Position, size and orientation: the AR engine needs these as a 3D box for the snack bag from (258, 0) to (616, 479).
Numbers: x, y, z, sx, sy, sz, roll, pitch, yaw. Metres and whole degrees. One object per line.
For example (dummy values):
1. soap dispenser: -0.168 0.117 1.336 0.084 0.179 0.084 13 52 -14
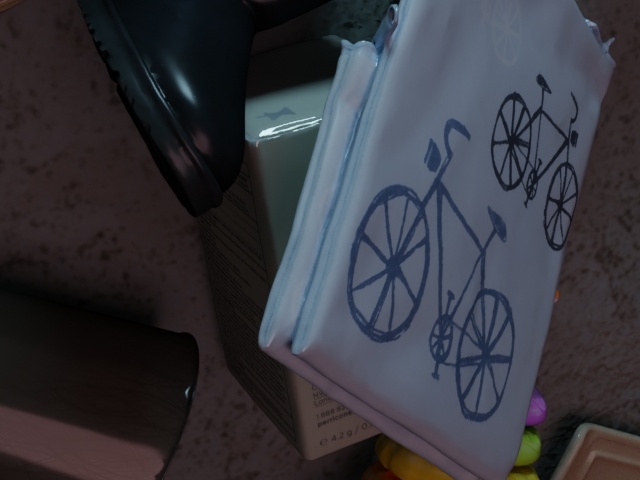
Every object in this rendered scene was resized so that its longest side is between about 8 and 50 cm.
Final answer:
1. snack bag: 0.092 -0.042 0.795 0.323 0.037 0.343 39 64 -55

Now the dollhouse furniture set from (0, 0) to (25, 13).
1. dollhouse furniture set: -0.209 -0.241 0.663 0.161 0.212 0.242 -26 92 -4

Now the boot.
1. boot: -0.031 -0.145 0.749 0.207 0.246 0.094 -26 137 -3

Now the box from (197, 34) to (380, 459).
1. box: 0.000 0.000 0.867 0.126 0.148 0.232 -18 118 -19

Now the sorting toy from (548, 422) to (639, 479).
1. sorting toy: 0.257 0.257 1.144 0.208 0.038 0.193 16 107 -29

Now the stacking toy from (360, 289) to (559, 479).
1. stacking toy: 0.112 0.146 0.992 0.175 0.166 0.302 15 96 -12

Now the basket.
1. basket: -0.228 0.109 0.849 0.226 0.154 0.204 25 105 -23
